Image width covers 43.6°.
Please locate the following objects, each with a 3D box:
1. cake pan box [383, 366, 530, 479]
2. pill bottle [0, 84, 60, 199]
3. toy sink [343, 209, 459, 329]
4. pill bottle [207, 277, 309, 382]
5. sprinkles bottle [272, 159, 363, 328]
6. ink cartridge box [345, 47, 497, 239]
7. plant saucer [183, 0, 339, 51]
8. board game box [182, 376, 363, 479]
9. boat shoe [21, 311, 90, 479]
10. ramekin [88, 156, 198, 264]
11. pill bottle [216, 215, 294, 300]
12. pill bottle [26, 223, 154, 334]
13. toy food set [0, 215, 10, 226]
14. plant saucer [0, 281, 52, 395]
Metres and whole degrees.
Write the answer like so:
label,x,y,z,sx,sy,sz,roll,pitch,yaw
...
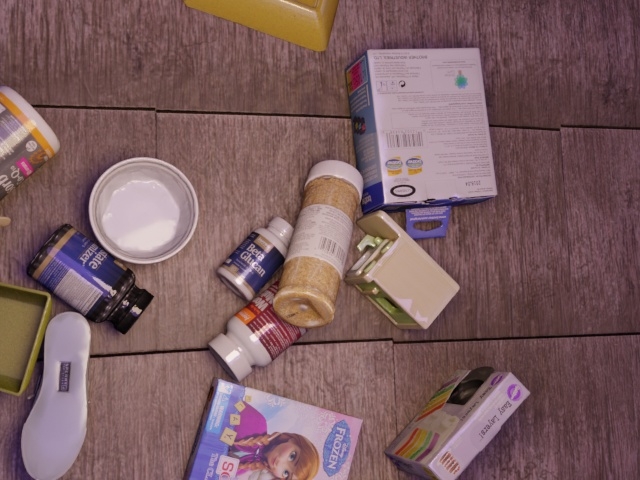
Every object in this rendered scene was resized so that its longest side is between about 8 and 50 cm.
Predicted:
label,x,y,z,sx,sy,sz,roll,pitch,yaw
cake pan box,0.276,0.371,1.637,0.267,0.246,0.070,-43,97,-16
pill bottle,-0.634,-0.142,1.467,0.278,0.162,0.162,-45,97,-16
toy sink,0.145,0.069,1.681,0.234,0.153,0.131,45,74,-9
pill bottle,-0.110,0.176,1.608,0.221,0.121,0.121,-39,95,-17
sprinkles bottle,0.000,0.000,1.584,0.121,0.121,0.355,25,49,-13
ink cartridge box,0.218,-0.205,1.733,0.270,0.151,0.395,-5,84,-16
plant saucer,-0.093,-0.617,1.724,0.333,0.081,0.332,16,80,-15
board game box,-0.106,0.470,1.605,0.318,0.066,0.318,18,79,-14
boat shoe,-0.487,0.288,1.493,0.113,0.105,0.306,2,77,-12
ramekin,-0.349,-0.052,1.569,0.207,0.109,0.207,2,83,-16
pill bottle,-0.124,0.033,1.634,0.094,0.094,0.169,44,74,-8
pill bottle,-0.433,0.078,1.522,0.219,0.123,0.122,38,75,-10
toy food set,-0.653,0.007,1.439,0.132,0.192,0.038,9,41,-46
plant saucer,-0.577,0.176,1.470,0.189,0.045,0.188,9,79,25
